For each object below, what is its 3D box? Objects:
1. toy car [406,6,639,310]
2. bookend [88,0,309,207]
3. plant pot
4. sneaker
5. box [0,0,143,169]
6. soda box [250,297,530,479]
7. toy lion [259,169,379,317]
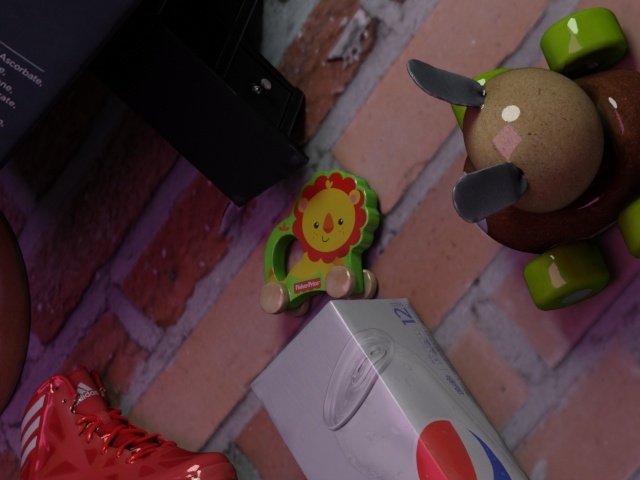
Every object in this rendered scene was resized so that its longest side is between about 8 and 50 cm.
[{"bbox_3d":[0.118,-0.051,1.089,0.149,0.188,0.155,-33,70,34],"label":"toy car"},{"bbox_3d":[-0.071,-0.135,1.302,0.072,0.156,0.157,-32,115,34],"label":"bookend"},{"bbox_3d":[-0.341,0.061,1.555,0.236,0.032,0.236,0,89,39],"label":"plant pot"},{"bbox_3d":[-0.161,0.153,1.377,0.221,0.087,0.128,-17,81,36],"label":"sneaker"},{"bbox_3d":[-0.276,-0.195,1.307,0.395,0.212,0.293,-45,21,30],"label":"box"},{"bbox_3d":[0.076,0.175,1.183,0.098,0.091,0.286,-46,63,28],"label":"soda box"},{"bbox_3d":[0.000,0.000,1.287,0.100,0.034,0.096,-15,73,38],"label":"toy lion"}]
